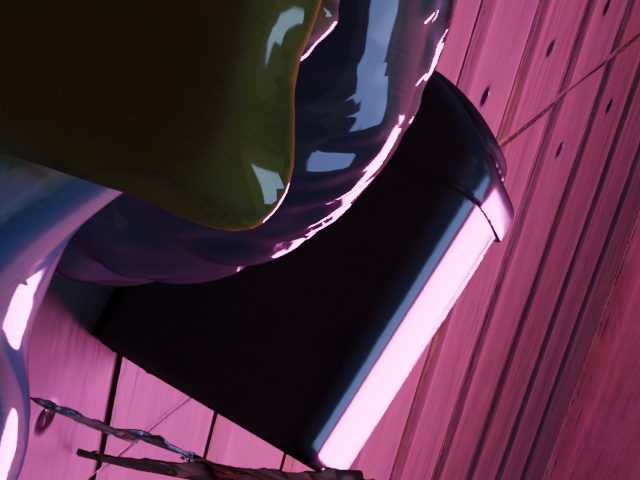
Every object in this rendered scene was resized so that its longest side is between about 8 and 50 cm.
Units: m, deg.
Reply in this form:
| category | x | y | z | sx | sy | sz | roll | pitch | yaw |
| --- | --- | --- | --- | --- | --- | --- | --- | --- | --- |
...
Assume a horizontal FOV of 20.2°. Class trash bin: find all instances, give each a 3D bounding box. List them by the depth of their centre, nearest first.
| category | x | y | z | sx | sy | sz | roll | pitch | yaw |
| --- | --- | --- | --- | --- | --- | --- | --- | --- | --- |
| trash bin | 0.000 | 0.000 | 1.052 | 0.236 | 0.176 | 0.101 | -60 | 160 | -7 |

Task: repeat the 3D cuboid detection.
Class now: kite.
| category | x | y | z | sx | sy | sz | roll | pitch | yaw |
| --- | --- | --- | --- | --- | --- | --- | --- | --- | --- |
| kite | -0.063 | 0.123 | 1.006 | 0.250 | 0.229 | 0.012 | 26 | 68 | -44 |

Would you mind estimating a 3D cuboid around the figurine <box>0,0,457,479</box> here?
| category | x | y | z | sx | sy | sz | roll | pitch | yaw |
| --- | --- | --- | --- | --- | --- | --- | --- | --- | --- |
| figurine | -0.081 | -0.043 | 0.643 | 0.361 | 0.266 | 0.377 | -60 | 162 | 4 |
